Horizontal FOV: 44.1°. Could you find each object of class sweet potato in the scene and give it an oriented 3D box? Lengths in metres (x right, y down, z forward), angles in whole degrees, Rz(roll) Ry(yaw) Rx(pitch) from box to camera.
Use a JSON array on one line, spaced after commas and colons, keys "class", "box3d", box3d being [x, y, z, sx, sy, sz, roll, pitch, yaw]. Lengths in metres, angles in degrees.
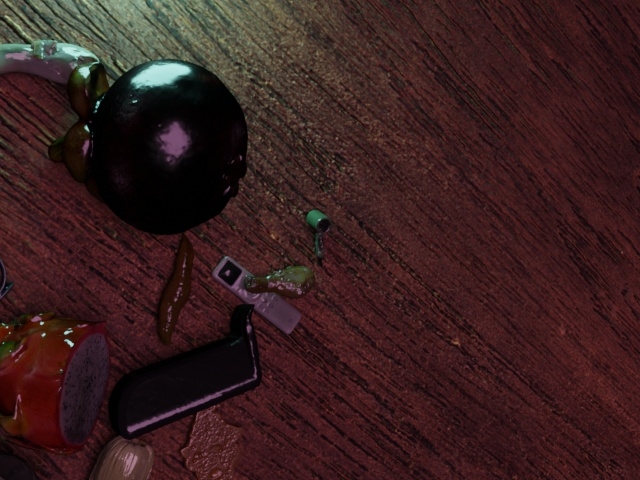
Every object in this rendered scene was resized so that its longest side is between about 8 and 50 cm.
[{"class": "sweet potato", "box3d": [-0.341, 0.114, 1.879, 0.067, 0.067, 0.273, 16, 79, -24]}]

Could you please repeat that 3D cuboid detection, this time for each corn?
[{"class": "corn", "box3d": [-0.479, 0.592, 1.792, 0.123, 0.122, 0.305, 22, 84, -22]}]

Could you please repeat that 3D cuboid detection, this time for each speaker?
[{"class": "speaker", "box3d": [-0.314, 0.300, 1.839, 0.388, 0.180, 0.184, -20, 92, -23]}]

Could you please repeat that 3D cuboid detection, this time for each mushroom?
[{"class": "mushroom", "box3d": [-0.627, -0.387, 1.725, 0.278, 0.099, 0.096, -1, 78, -20]}]

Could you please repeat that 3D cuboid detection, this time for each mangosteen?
[{"class": "mangosteen", "box3d": [-0.371, -0.215, 1.719, 0.435, 0.382, 0.382, 22, 81, 10]}]

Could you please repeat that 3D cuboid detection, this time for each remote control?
[{"class": "remote control", "box3d": [-0.156, 0.138, 1.977, 0.261, 0.029, 0.067, 40, 75, -19]}]

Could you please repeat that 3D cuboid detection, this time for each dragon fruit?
[{"class": "dragon fruit", "box3d": [-0.593, 0.289, 1.670, 0.226, 0.305, 0.305, 9, 87, 4]}]

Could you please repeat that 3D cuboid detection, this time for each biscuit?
[{"class": "biscuit", "box3d": [-0.264, 0.520, 1.935, 0.163, 0.035, 0.250, -6, 93, -19]}]

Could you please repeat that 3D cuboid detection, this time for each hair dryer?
[{"class": "hair dryer", "box3d": [0.000, 0.000, 2.035, 0.047, 0.071, 0.150, -12, 113, -19]}]

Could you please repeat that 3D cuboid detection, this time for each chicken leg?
[{"class": "chicken leg", "box3d": [-0.098, 0.107, 1.971, 0.198, 0.069, 0.084, -3, 85, -32]}]

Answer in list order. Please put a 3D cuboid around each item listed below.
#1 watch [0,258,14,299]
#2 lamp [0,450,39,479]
[{"class": "watch", "box3d": [-0.779, 0.092, 1.679, 0.193, 0.068, 0.206, 43, 73, -18]}, {"class": "lamp", "box3d": [-0.706, 0.547, 1.626, 0.233, 0.265, 0.233, -1, 83, 12]}]
